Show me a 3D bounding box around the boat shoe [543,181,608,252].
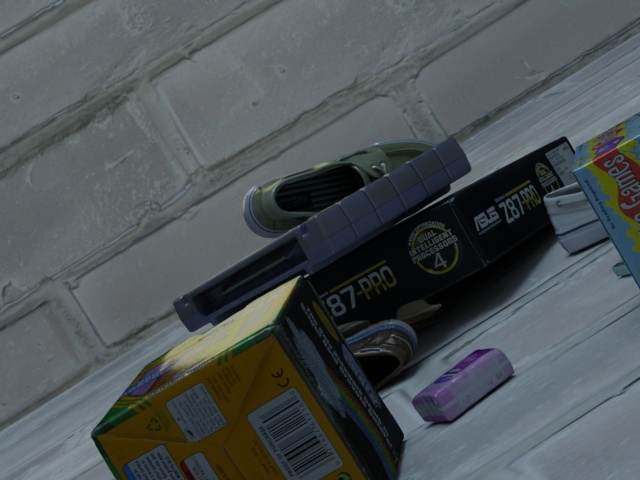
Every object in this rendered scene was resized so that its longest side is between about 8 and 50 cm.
[{"bbox_3d":[0.336,-0.061,1.799,0.226,0.075,0.083,-29,6,27],"label":"boat shoe"}]

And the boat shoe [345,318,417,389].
[{"bbox_3d":[0.016,0.144,1.781,0.183,0.066,0.066,-34,13,23],"label":"boat shoe"}]

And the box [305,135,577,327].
[{"bbox_3d":[0.128,0.013,2.045,0.318,0.097,0.395,-31,-1,31],"label":"box"}]

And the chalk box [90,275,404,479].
[{"bbox_3d":[-0.050,0.157,1.433,0.179,0.180,0.289,-31,4,8],"label":"chalk box"}]

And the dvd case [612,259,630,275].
[{"bbox_3d":[0.341,-0.005,1.593,0.119,0.013,0.087,-34,6,-20],"label":"dvd case"}]

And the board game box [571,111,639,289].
[{"bbox_3d":[0.365,-0.077,1.413,0.275,0.142,0.144,-30,5,14],"label":"board game box"}]

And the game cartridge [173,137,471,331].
[{"bbox_3d":[0.000,0.000,1.942,0.230,0.068,0.355,-25,-3,-34],"label":"game cartridge"}]

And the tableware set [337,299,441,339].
[{"bbox_3d":[0.063,0.103,1.867,0.141,0.020,0.168,-21,-15,-3],"label":"tableware set"}]

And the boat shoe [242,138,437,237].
[{"bbox_3d":[0.048,-0.063,2.189,0.302,0.109,0.094,-17,2,-26],"label":"boat shoe"}]

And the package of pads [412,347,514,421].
[{"bbox_3d":[0.125,0.128,1.491,0.083,0.032,0.050,-34,8,-22],"label":"package of pads"}]
